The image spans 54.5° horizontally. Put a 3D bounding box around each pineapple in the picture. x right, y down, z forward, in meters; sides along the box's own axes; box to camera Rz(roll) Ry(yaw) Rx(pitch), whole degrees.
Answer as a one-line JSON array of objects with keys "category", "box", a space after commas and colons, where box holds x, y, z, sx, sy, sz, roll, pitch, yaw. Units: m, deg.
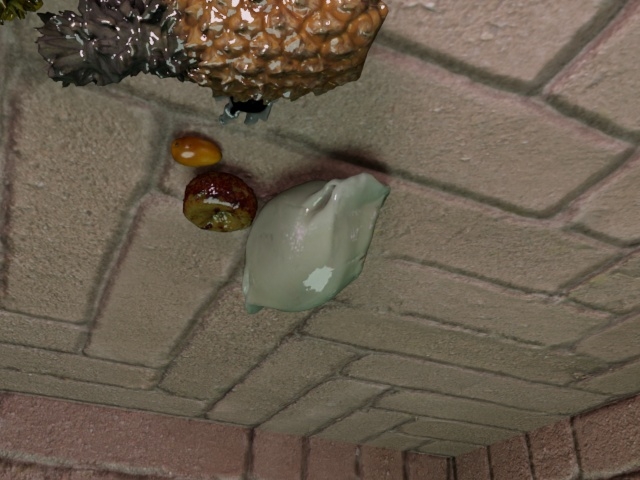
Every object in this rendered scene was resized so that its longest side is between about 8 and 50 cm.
[{"category": "pineapple", "box": [-0.124, -0.236, 0.701, 0.361, 0.202, 0.202, -17, 150, -12]}]

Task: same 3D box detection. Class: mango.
[{"category": "mango", "box": [-0.211, -0.151, 1.063, 0.089, 0.046, 0.060, 6, 153, -30]}]

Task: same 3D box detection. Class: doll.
[{"category": "doll", "box": [-0.092, -0.229, 0.907, 0.096, 0.070, 0.195, 37, 129, -21]}]

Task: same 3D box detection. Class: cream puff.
[{"category": "cream puff", "box": [-0.186, -0.074, 1.146, 0.148, 0.085, 0.149, 3, 153, 2]}]

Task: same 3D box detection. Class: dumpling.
[{"category": "dumpling", "box": [-0.016, -0.008, 1.148, 0.320, 0.270, 0.212, -10, 126, 39]}]

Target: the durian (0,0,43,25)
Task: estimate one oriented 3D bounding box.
[{"category": "durian", "box": [-0.349, -0.337, 0.599, 0.258, 0.258, 0.292, 24, 154, -32]}]
